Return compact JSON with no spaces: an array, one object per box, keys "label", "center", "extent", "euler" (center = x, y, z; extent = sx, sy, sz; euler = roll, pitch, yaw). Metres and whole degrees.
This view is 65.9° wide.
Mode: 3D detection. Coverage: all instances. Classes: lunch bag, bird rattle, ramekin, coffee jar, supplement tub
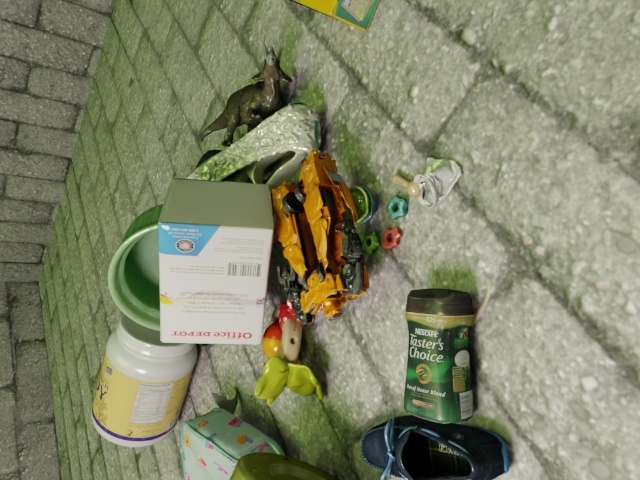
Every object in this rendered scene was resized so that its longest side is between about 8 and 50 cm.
[{"label":"lunch bag","center":[-0.187,0.503,1.063],"extent":[0.279,0.108,0.224],"euler":[10,110,42]},{"label":"bird rattle","center":[-0.077,0.194,0.991],"extent":[0.207,0.143,0.253],"euler":[154,118,-64]},{"label":"ramekin","center":[-0.333,0.056,1.174],"extent":[0.303,0.303,0.148],"euler":[-64,24,24]},{"label":"coffee jar","center":[0.172,0.162,0.719],"extent":[0.096,0.079,0.184],"euler":[-4,83,50]},{"label":"supplement tub","center":[-0.480,0.367,1.365],"extent":[0.241,0.241,0.331],"euler":[40,117,45]}]

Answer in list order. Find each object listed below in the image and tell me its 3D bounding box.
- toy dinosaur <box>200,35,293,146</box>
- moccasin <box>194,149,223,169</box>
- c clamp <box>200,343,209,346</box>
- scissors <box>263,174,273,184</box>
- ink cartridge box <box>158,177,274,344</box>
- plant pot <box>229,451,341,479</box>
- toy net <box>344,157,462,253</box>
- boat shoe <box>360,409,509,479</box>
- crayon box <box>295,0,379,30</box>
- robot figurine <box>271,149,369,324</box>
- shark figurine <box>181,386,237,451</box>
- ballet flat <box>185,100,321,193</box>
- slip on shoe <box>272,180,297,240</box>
[{"label":"toy dinosaur","center":[-0.159,-0.302,1.135],"extent":[0.313,0.121,0.160],"euler":[-25,56,45]},{"label":"moccasin","center":[-0.331,-0.097,1.315],"extent":[0.342,0.138,0.117],"euler":[-62,40,25]},{"label":"c clamp","center":[-0.299,0.213,1.337],"extent":[0.161,0.022,0.137],"euler":[-37,65,42]},{"label":"scissors","center":[-0.107,-0.270,1.153],"extent":[0.109,0.021,0.297],"euler":[26,105,49]},{"label":"ink cartridge box","center":[-0.206,0.043,0.983],"extent":[0.197,0.198,0.270],"euler":[-105,21,-58]},{"label":"plant pot","center":[-0.087,0.561,0.798],"extent":[0.366,0.366,0.353],"euler":[9,76,51]},{"label":"toy net","center":[0.130,-0.060,0.818],"extent":[0.232,0.045,0.122],"euler":[-26,66,46]},{"label":"boat shoe","center":[0.143,0.304,0.731],"extent":[0.258,0.089,0.109],"euler":[-30,64,45]},{"label":"crayon box","center":[0.039,-0.628,0.936],"extent":[0.313,0.106,0.363],"euler":[45,120,43]},{"label":"robot figurine","center":[0.000,0.000,0.869],"extent":[0.211,0.085,0.291],"euler":[-38,59,43]},{"label":"shark figurine","center":[-0.281,0.485,1.217],"extent":[0.278,0.116,0.166],"euler":[-47,54,40]},{"label":"ballet flat","center":[-0.159,-0.148,1.074],"extent":[0.409,0.147,0.147],"euler":[-28,65,35]},{"label":"slip on shoe","center":[-0.085,-0.066,1.075],"extent":[0.041,0.051,0.135],"euler":[23,101,44]}]
